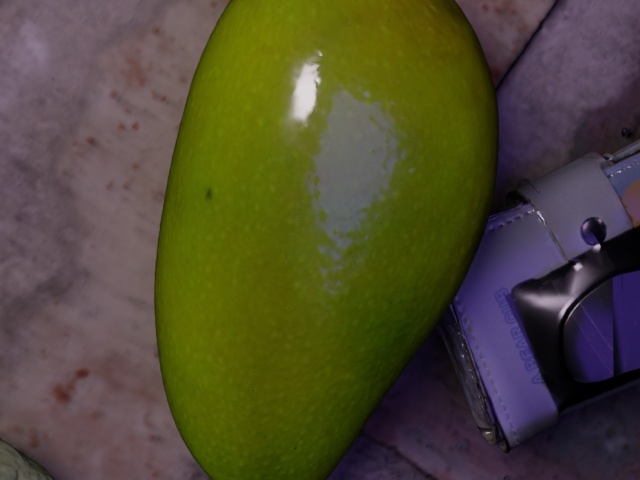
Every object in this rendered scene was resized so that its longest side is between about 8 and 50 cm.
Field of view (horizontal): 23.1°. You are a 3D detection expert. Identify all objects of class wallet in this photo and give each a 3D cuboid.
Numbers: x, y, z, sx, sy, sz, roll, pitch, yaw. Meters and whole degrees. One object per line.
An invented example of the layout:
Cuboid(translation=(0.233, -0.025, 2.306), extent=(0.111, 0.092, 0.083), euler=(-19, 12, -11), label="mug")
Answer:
Cuboid(translation=(0.189, 0.028, 1.050), extent=(0.231, 0.069, 0.170), euler=(-22, 99, -11), label="wallet")

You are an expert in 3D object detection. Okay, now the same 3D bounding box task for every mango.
Cuboid(translation=(0.000, 0.000, 0.922), extent=(0.192, 0.156, 0.343), euler=(8, 107, -20), label="mango")

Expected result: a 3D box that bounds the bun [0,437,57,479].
Cuboid(translation=(-0.216, 0.204, 0.882), extent=(0.195, 0.118, 0.195), euler=(-23, 130, -31), label="bun")
